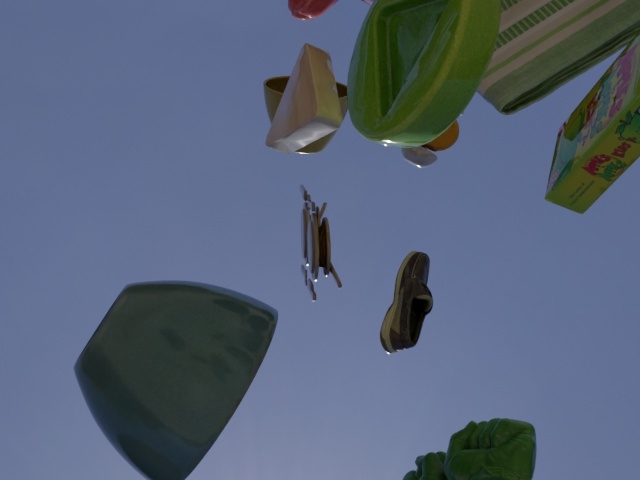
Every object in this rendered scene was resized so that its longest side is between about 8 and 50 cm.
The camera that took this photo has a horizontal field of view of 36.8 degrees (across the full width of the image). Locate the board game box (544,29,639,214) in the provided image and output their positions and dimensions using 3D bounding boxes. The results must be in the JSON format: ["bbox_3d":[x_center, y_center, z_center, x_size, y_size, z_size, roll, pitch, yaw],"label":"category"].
[{"bbox_3d":[0.269,-0.109,0.877,0.043,0.181,0.092,21,-120,-3],"label":"board game box"}]

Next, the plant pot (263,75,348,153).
[{"bbox_3d":[-0.023,-0.187,1.454,0.134,0.095,0.134,5,-158,-2],"label":"plant pot"}]

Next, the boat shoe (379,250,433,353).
[{"bbox_3d":[0.179,0.116,1.817,0.073,0.080,0.223,-4,-131,35],"label":"boat shoe"}]

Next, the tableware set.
[{"bbox_3d":[0.000,0.000,1.261,0.039,0.128,0.194,-2,-170,-6],"label":"tableware set"}]

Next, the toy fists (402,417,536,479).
[{"bbox_3d":[0.200,0.350,1.396,0.096,0.279,0.142,39,-145,-8],"label":"toy fists"}]

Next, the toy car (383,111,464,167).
[{"bbox_3d":[0.174,-0.239,1.840,0.182,0.159,0.136,30,-177,-16],"label":"toy car"}]

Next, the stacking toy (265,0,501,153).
[{"bbox_3d":[0.095,-0.181,0.689,0.130,0.309,0.279,17,-97,-26],"label":"stacking toy"}]

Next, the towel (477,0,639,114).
[{"bbox_3d":[0.272,-0.276,1.204,0.248,0.038,0.325,-31,-149,3],"label":"towel"}]

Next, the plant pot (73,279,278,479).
[{"bbox_3d":[-0.218,0.167,1.316,0.195,0.290,0.290,33,-136,-9],"label":"plant pot"}]
